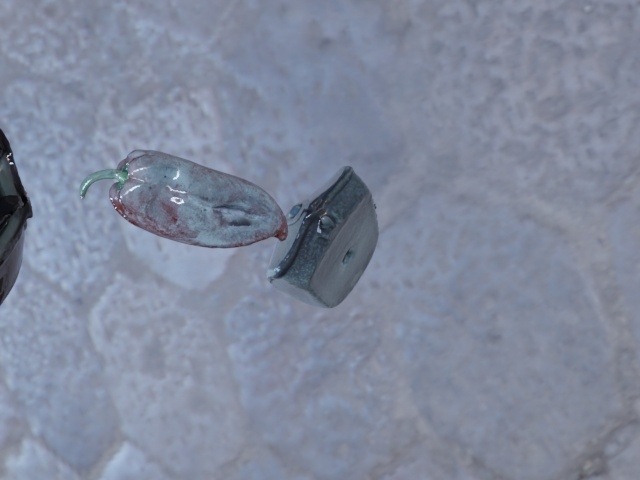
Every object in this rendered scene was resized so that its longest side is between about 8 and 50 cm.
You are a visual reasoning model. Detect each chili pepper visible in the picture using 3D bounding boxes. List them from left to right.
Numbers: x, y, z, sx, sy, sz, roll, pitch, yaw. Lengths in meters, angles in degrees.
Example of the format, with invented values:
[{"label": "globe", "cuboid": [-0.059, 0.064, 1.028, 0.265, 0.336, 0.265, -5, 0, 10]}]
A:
[{"label": "chili pepper", "cuboid": [-0.078, -0.023, 0.899, 0.050, 0.153, 0.041, -55, 33, 27]}]

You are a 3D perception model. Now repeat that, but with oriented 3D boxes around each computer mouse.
[{"label": "computer mouse", "cuboid": [-0.005, -0.002, 1.211, 0.068, 0.113, 0.229, 30, 171, 13]}]

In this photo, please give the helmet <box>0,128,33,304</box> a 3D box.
[{"label": "helmet", "cuboid": [-0.429, -0.014, 1.491, 0.305, 0.225, 0.177, 56, 148, 39]}]
